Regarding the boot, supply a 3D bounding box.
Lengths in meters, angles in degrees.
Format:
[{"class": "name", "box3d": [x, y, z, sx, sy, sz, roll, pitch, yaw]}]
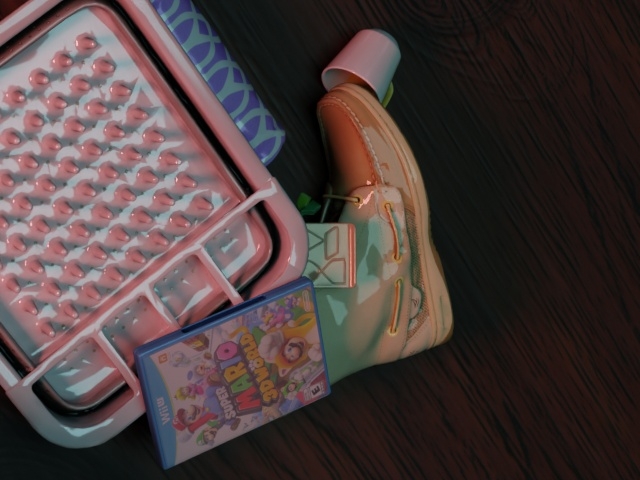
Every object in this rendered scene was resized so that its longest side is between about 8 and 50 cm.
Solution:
[{"class": "boot", "box3d": [-0.003, 0.008, 1.614, 0.203, 0.095, 0.262, -24, 106, -27]}]

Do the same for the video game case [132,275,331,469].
[{"class": "video game case", "box3d": [-0.072, 0.112, 1.519, 0.166, 0.015, 0.119, -23, 123, -22]}]

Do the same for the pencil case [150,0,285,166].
[{"class": "pencil case", "box3d": [-0.116, -0.140, 1.543, 0.088, 0.086, 0.206, -32, 110, 14]}]

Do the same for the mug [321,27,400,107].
[{"class": "mug", "box3d": [0.041, -0.158, 1.660, 0.062, 0.078, 0.064, 29, 65, 4]}]

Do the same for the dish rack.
[{"class": "dish rack", "box3d": [-0.197, -0.028, 1.478, 0.285, 0.072, 0.333, -39, 113, -11]}]

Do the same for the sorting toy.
[{"class": "sorting toy", "box3d": [0.000, 0.000, 1.561, 0.062, 0.012, 0.083, 0, 88, -12]}]
